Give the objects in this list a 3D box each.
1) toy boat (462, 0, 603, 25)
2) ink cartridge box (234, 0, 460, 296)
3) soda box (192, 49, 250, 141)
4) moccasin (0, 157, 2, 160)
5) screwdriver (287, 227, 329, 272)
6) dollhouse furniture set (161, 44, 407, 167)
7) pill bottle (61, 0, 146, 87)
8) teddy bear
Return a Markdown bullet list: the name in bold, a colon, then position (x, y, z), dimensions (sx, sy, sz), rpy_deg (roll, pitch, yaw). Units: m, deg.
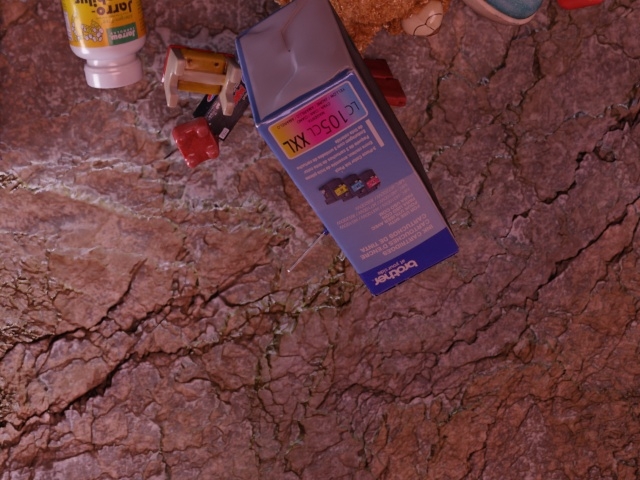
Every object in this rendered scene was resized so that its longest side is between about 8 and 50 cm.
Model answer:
- **toy boat**: position (0.346, -0.445, 1.664), dimensions (0.318, 0.148, 0.267), rpy_deg (18, 75, -33)
- **ink cartridge box**: position (0.051, -0.115, 1.513), dimensions (0.151, 0.270, 0.395), rpy_deg (-29, 125, 11)
- **soda box**: position (-0.135, -0.247, 1.730), dimensions (0.053, 0.060, 0.169), rpy_deg (30, 105, -27)
- **moccasin**: position (-0.551, -0.223, 1.624), dimensions (0.137, 0.117, 0.342), rpy_deg (0, 114, -12)
- **screwdriver**: position (0.000, 0.000, 1.894), dimensions (0.025, 0.024, 0.170), rpy_deg (39, 105, 5)
- **dollhouse furniture set**: position (-0.072, -0.193, 1.690), dimensions (0.374, 0.152, 0.201), rpy_deg (7, 121, -18)
- **pill bottle**: position (-0.324, -0.340, 1.617), dimensions (0.117, 0.117, 0.208), rpy_deg (-9, 116, -8)
- **teddy bear**: position (0.082, -0.374, 1.606), dimensions (0.245, 0.113, 0.338), rpy_deg (-51, 144, 5)
